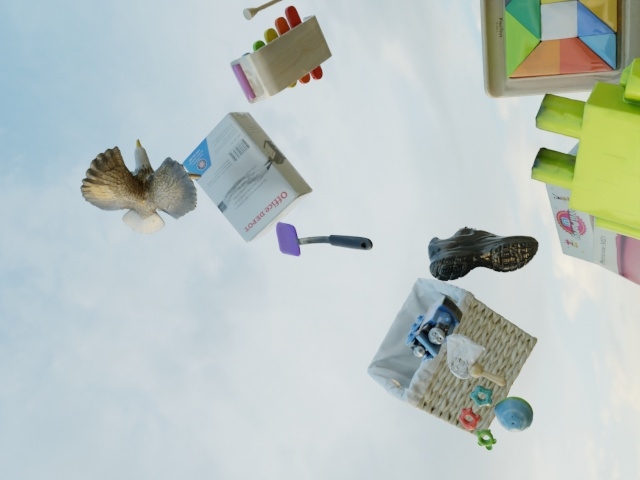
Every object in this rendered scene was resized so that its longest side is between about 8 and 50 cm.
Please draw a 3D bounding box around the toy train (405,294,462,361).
[{"bbox_3d":[0.261,0.202,1.514,0.080,0.105,0.184,46,-152,2],"label":"toy train"}]

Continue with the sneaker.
[{"bbox_3d":[0.409,0.014,1.686,0.130,0.286,0.109,-98,3,-47],"label":"sneaker"}]

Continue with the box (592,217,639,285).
[{"bbox_3d":[0.516,0.000,0.918,0.127,0.232,0.149,-41,-42,-18],"label":"box"}]

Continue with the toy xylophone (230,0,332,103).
[{"bbox_3d":[-0.094,-0.497,1.682,0.322,0.081,0.236,-34,-67,-39],"label":"toy xylophone"}]

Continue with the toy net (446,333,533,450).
[{"bbox_3d":[0.298,0.277,1.249,0.232,0.122,0.045,57,-155,-1],"label":"toy net"}]

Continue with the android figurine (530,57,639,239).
[{"bbox_3d":[0.372,-0.082,0.721,0.056,0.272,0.248,-55,-32,-29],"label":"android figurine"}]

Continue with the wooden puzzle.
[{"bbox_3d":[0.359,-0.329,0.980,0.044,0.238,0.221,-39,-54,-61],"label":"wooden puzzle"}]

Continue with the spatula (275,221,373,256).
[{"bbox_3d":[0.000,0.000,1.509,0.030,0.296,0.084,-28,-67,-47],"label":"spatula"}]

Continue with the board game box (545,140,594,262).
[{"bbox_3d":[0.614,-0.134,1.389,0.303,0.097,0.224,-44,-51,-20],"label":"board game box"}]

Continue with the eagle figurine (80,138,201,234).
[{"bbox_3d":[-0.416,-0.129,1.558,0.225,0.226,0.298,51,180,-14],"label":"eagle figurine"}]

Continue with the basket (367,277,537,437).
[{"bbox_3d":[0.344,0.313,1.791,0.266,0.328,0.331,32,-95,-12],"label":"basket"}]

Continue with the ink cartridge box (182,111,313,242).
[{"bbox_3d":[-0.209,-0.183,1.904,0.307,0.223,0.129,50,-158,4],"label":"ink cartridge box"}]
